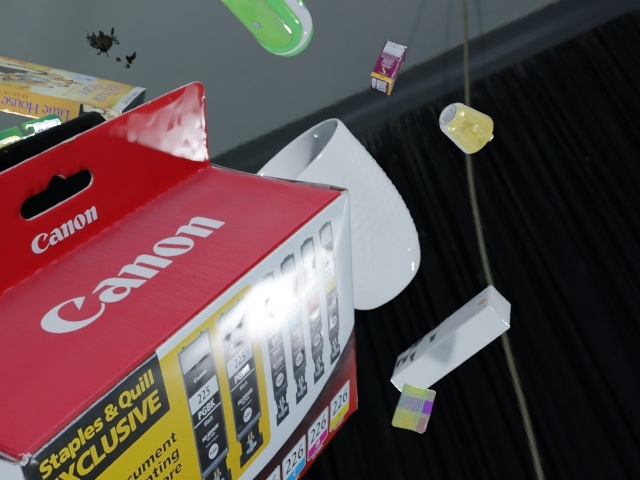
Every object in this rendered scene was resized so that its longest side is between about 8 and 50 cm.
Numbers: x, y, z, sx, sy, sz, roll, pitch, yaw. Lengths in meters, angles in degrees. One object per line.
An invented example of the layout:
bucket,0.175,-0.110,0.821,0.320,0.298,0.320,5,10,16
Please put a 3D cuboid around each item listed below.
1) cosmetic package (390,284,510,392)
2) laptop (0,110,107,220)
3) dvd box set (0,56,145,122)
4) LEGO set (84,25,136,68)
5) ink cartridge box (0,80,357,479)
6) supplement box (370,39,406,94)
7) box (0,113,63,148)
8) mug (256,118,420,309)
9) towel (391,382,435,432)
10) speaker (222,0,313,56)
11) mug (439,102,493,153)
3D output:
cosmetic package,0.237,0.187,1.540,0.060,0.099,0.239,45,113,-7
laptop,-0.324,0.116,0.971,0.408,0.382,0.236,-33,160,-35
dvd box set,-0.620,-0.331,1.854,0.420,0.307,0.062,12,109,-5
LEGO set,-0.314,-0.284,1.243,0.083,0.054,0.023,49,142,-14
ink cartridge box,-0.104,0.075,0.532,0.130,0.309,0.271,13,123,27
supplement box,0.128,-0.329,1.596,0.043,0.083,0.055,22,164,8
box,-0.373,-0.075,1.152,0.105,0.043,0.179,-25,103,-27
mug,0.000,0.000,1.687,0.374,0.276,0.328,-41,108,5
towel,0.160,0.290,1.449,0.060,0.009,0.083,14,103,-1
speaker,-0.120,-0.486,1.699,0.131,0.131,0.296,-27,156,15
mug,0.212,-0.170,1.223,0.064,0.062,0.078,28,153,-31
